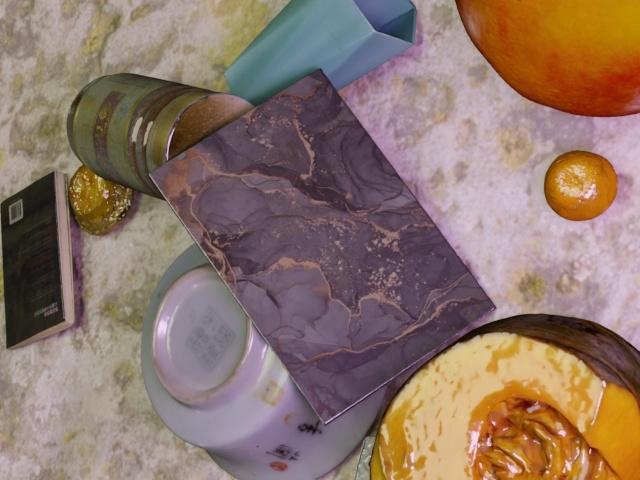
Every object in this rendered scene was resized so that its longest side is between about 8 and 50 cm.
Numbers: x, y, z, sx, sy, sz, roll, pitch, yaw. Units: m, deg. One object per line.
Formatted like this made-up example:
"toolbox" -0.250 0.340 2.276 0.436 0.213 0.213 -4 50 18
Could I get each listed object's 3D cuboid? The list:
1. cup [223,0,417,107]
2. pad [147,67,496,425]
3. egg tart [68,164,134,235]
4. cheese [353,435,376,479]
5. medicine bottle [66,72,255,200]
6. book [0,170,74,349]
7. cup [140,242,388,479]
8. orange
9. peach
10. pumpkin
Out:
"cup" -0.009 -0.246 1.965 0.236 0.134 0.148 -33 29 35
"pad" 0.000 0.000 1.824 0.248 0.007 0.367 -33 76 -9
"egg tart" -0.315 -0.073 2.209 0.130 0.052 0.130 -11 72 39
"cheese" 0.035 0.353 1.838 0.127 0.054 0.251 6 74 36
"medicine bottle" -0.205 -0.132 2.025 0.322 0.151 0.151 19 91 56
"book" -0.414 0.031 2.266 0.160 0.024 0.228 -23 67 43
"cup" -0.094 0.124 1.916 0.347 0.163 0.347 -12 71 37
"orange" 0.287 -0.060 1.728 0.083 0.070 0.083 -7 73 24
"peach" 0.298 -0.266 1.624 0.306 0.380 0.242 -19 65 5
"pumpkin" 0.210 0.214 1.638 0.256 0.225 0.303 35 96 33
